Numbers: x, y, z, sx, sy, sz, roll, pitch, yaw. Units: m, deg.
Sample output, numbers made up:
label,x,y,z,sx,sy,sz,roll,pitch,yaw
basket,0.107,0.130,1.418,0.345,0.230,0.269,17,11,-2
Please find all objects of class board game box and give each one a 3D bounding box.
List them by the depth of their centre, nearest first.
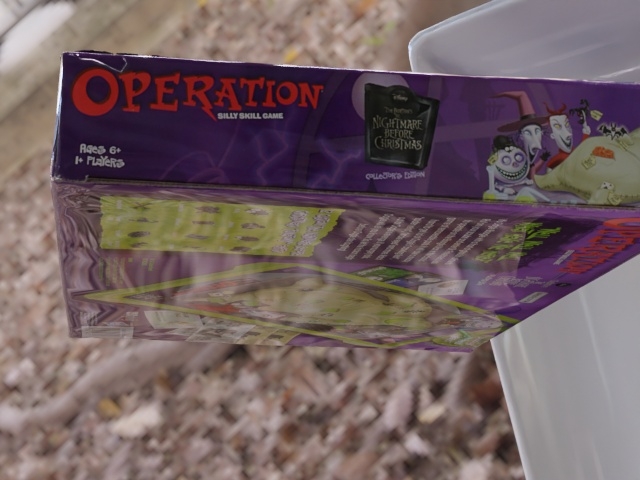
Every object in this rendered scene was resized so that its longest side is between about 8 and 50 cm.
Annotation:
label,x,y,z,sx,sy,sz,roll,pitch,yaw
board game box,0.000,0.000,0.673,0.347,0.208,0.056,126,150,-76

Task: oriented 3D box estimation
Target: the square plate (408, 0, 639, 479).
label,x,y,z,sx,sy,sz,roll,pitch,yaw
square plate,0.245,-0.005,0.849,0.344,0.347,0.049,-20,-17,19
